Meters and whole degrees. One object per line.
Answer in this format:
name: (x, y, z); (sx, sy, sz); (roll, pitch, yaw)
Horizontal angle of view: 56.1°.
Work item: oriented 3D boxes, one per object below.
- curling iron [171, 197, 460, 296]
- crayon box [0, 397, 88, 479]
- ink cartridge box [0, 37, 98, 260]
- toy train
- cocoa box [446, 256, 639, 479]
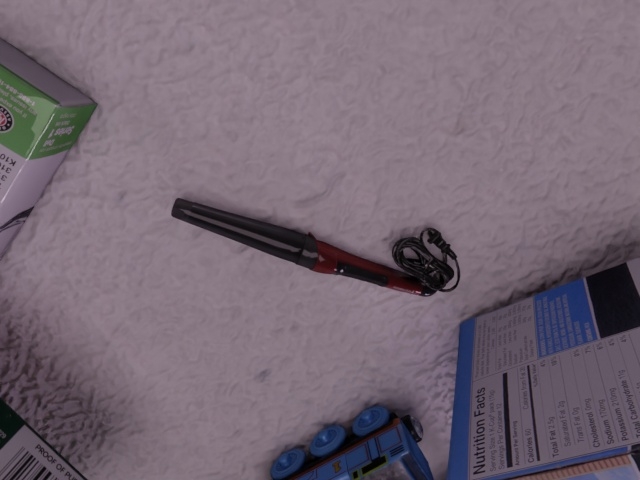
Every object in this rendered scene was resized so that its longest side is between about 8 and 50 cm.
curling iron: (0.000, 0.000, 0.560); (0.274, 0.035, 0.068); (12, 101, -7)
crayon box: (-0.408, 0.193, 0.501); (0.313, 0.106, 0.363); (-34, 103, 27)
ink cartridge box: (-0.320, -0.068, 0.496); (0.160, 0.092, 0.219); (34, 102, -11)
toy train: (0.023, 0.237, 0.592); (0.184, 0.105, 0.080); (-29, 105, 6)
cocoa box: (0.288, 0.224, 0.511); (0.228, 0.231, 0.347); (-25, 107, 25)
